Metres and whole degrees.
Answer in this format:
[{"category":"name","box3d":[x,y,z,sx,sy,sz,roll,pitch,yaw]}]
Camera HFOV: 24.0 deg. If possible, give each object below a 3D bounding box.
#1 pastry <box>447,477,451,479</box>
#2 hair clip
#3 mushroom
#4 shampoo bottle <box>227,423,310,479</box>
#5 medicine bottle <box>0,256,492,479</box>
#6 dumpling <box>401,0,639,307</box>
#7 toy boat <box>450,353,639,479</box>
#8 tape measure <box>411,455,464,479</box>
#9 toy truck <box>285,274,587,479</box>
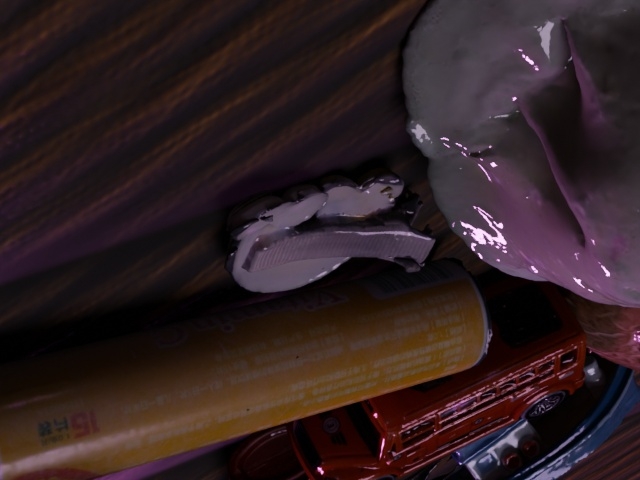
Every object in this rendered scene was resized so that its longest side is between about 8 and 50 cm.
[{"category":"pastry","box3d":[0.164,0.315,1.699,0.057,0.097,0.109,8,117,-51]},{"category":"hair clip","box3d":[0.000,0.000,1.034,0.172,0.049,0.116,-7,143,-31]},{"category":"mushroom","box3d":[0.276,0.030,1.288,0.151,0.156,0.286,5,148,-2]},{"category":"shampoo bottle","box3d":[-0.034,0.249,1.431,0.102,0.064,0.260,-25,155,-13]},{"category":"medicine bottle","box3d":[-0.070,0.098,1.076,0.426,0.108,0.108,-12,150,-30]},{"category":"dumpling","box3d":[0.208,-0.077,0.949,0.212,0.270,0.321,-29,140,-53]},{"category":"toy boat","box3d":[0.228,0.180,1.538,0.238,0.098,0.109,-36,-163,-2]},{"category":"tape measure","box3d":[0.070,0.270,1.603,0.107,0.104,0.180,34,82,-37]},{"category":"toy truck","box3d":[0.094,0.119,1.269,0.252,0.107,0.114,-24,153,-12]}]
